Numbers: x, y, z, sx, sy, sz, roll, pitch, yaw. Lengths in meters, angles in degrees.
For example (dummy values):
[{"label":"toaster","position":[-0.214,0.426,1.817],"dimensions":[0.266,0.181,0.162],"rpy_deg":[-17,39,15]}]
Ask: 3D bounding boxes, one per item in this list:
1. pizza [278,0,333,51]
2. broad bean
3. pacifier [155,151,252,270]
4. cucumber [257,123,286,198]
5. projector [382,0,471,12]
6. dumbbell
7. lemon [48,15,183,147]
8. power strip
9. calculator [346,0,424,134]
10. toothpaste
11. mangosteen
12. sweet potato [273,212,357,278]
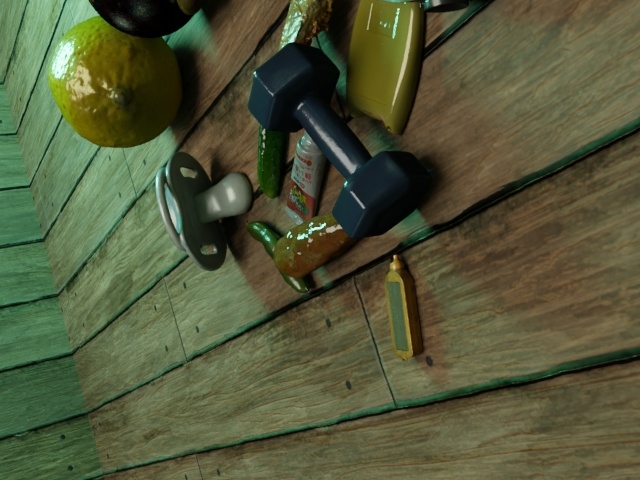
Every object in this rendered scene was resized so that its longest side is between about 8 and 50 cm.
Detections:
[{"label":"pizza","position":[-0.021,-0.374,1.218],"dimensions":[0.161,0.062,0.182],"rpy_deg":[140,144,-64]},{"label":"broad bean","position":[-0.089,0.022,1.483],"dimensions":[0.254,0.046,0.065],"rpy_deg":[47,141,39]},{"label":"pacifier","position":[-0.243,-0.078,1.597],"dimensions":[0.207,0.227,0.279],"rpy_deg":[-17,84,15]},{"label":"cucumber","position":[-0.097,-0.197,1.427],"dimensions":[0.056,0.056,0.250],"rpy_deg":[33,126,46]},{"label":"projector","position":[0.162,-0.406,0.958],"dimensions":[0.269,0.088,0.194],"rpy_deg":[4,103,52]},{"label":"dumbbell","position":[0.024,-0.158,1.140],"dimensions":[0.325,0.144,0.160],"rpy_deg":[53,151,20]},{"label":"lemon","position":[-0.482,-0.373,1.714],"dimensions":[0.336,0.336,0.336],"rpy_deg":[20,115,51]},{"label":"power strip","position":[0.136,0.111,1.200],"dimensions":[0.049,0.028,0.178],"rpy_deg":[-2,97,55]},{"label":"calculator","position":[0.097,-0.295,1.141],"dimensions":[0.157,0.033,0.237],"rpy_deg":[33,122,47]},{"label":"toothpaste","position":[-0.024,-0.119,1.354],"dimensions":[0.089,0.057,0.234],"rpy_deg":[48,143,33]},{"label":"mangosteen","position":[-0.354,-0.563,1.516],"dimensions":[0.288,0.288,0.288],"rpy_deg":[20,115,51]},{"label":"sweet potato","position":[0.000,0.000,1.321],"dimensions":[0.251,0.097,0.097],"rpy_deg":[-28,76,49]}]
